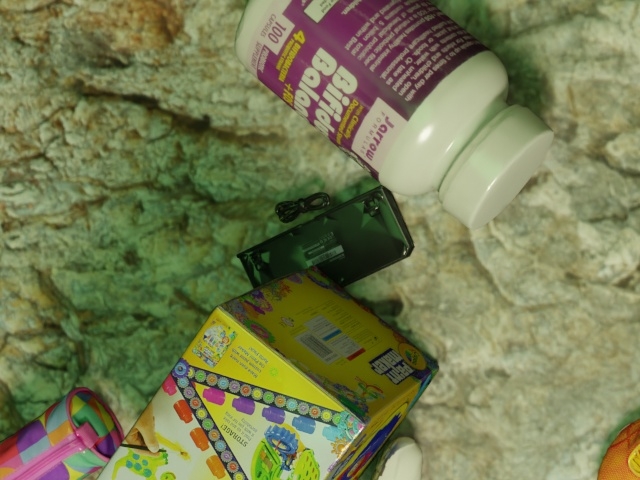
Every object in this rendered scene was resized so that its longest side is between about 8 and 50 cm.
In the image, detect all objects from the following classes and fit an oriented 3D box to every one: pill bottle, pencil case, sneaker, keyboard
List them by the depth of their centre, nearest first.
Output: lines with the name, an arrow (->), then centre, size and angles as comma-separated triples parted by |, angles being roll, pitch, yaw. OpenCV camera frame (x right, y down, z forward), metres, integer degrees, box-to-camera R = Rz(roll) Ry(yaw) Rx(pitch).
sneaker -> 0.326, 0.189, 1.796 | 0.064, 0.067, 0.175 | 44, 107, 12
pill bottle -> 0.075, -0.151, 1.822 | 0.301, 0.169, 0.169 | 41, 105, 15
sneaker -> 0.078, 0.314, 1.896 | 0.094, 0.090, 0.235 | 14, 100, 5
keyboard -> 0.000, 0.000, 1.936 | 0.180, 0.023, 0.108 | -25, 90, 19
pencil case -> -0.324, 0.255, 2.028 | 0.236, 0.104, 0.104 | -36, 80, 18

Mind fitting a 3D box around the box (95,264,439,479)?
box -> -0.061, 0.200, 1.816 | 0.177, 0.290, 0.279 | 38, 106, 10
